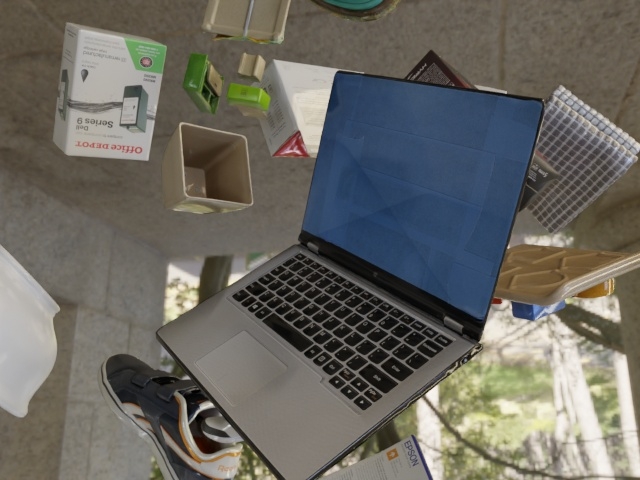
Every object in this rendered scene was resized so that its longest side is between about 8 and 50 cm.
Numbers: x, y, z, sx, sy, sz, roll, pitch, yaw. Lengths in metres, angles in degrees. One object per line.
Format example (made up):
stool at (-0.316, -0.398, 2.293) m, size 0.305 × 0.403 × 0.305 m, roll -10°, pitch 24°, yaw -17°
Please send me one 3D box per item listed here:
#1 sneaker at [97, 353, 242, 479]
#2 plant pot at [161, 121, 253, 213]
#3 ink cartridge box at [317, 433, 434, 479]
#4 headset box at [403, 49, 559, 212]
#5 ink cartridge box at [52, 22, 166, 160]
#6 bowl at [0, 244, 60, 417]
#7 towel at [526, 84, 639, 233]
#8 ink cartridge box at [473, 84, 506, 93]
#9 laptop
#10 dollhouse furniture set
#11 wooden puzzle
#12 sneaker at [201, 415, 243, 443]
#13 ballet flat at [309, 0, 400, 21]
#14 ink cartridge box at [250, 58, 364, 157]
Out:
sneaker at (-0.238, 0.273, 1.066) m, size 0.126 × 0.321 × 0.127 m, roll 7°, pitch 120°, yaw -58°
plant pot at (-0.172, -0.090, 0.932) m, size 0.109 × 0.109 × 0.096 m, roll 6°, pitch 159°, yaw -40°
ink cartridge box at (0.056, 0.377, 0.816) m, size 0.223 × 0.223 × 0.045 m, roll -26°, pitch 119°, yaw 4°
headset box at (0.295, -0.190, 1.210) m, size 0.110 × 0.293 × 0.218 m, roll -46°, pitch 142°, yaw 22°
ink cartridge box at (-0.504, -0.347, 1.561) m, size 0.211 × 0.289 × 0.121 m, roll -1°, pitch -157°, yaw -37°
bowl at (-0.455, 0.087, 0.884) m, size 0.297 × 0.134 × 0.298 m, roll 37°, pitch 157°, yaw 19°
towel at (0.535, -0.171, 1.482) m, size 0.235 × 0.121 × 0.284 m, roll 37°, pitch 139°, yaw 5°
ink cartridge box at (0.426, -0.286, 1.924) m, size 0.131 × 0.306 × 0.226 m, roll 20°, pitch 136°, yaw 25°
laptop at (0.000, 0.000, 0.788) m, size 0.407 × 0.236 × 0.382 m, roll -32°, pitch -148°, yaw -21°
dollhouse furniture set at (-0.175, -0.449, 1.524) m, size 0.197 × 0.302 × 0.151 m, roll 12°, pitch 173°, yaw 9°
wooden puzzle at (0.405, 0.076, 1.243) m, size 0.322 × 0.081 × 0.347 m, roll -14°, pitch -173°, yaw -34°
sneaker at (-0.084, 0.210, 0.762) m, size 0.109 × 0.044 × 0.040 m, roll 2°, pitch -164°, yaw -4°
ballet flat at (-0.008, -0.360, 0.805) m, size 0.348 × 0.123 × 0.123 m, roll 40°, pitch -178°, yaw 28°
ink cartridge box at (0.008, -0.297, 1.665) m, size 0.309 × 0.272 × 0.130 m, roll -4°, pitch 158°, yaw -40°
